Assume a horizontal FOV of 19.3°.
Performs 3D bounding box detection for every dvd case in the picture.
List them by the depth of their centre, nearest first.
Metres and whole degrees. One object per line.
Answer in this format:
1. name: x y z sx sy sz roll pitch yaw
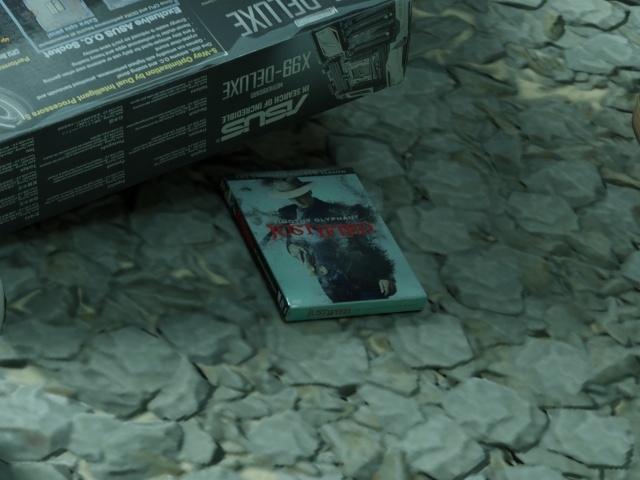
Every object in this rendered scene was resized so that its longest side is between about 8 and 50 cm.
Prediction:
1. dvd case: 0.000 0.000 1.085 0.087 0.013 0.119 -3 40 -24

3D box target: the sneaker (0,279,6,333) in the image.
1. sneaker: -0.294 0.036 0.871 0.292 0.110 0.118 5 45 0

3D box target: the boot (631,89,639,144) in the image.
1. boot: 0.296 -0.092 1.137 0.109 0.220 0.283 2 40 -18

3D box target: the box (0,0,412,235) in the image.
1. box: -0.137 -0.142 1.106 0.307 0.077 0.242 -23 53 -23
